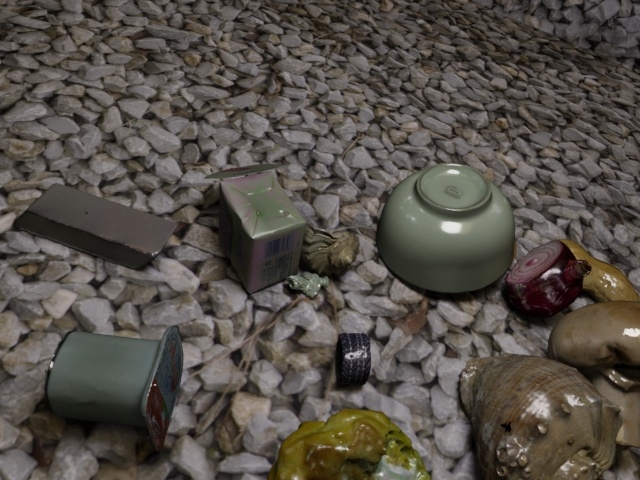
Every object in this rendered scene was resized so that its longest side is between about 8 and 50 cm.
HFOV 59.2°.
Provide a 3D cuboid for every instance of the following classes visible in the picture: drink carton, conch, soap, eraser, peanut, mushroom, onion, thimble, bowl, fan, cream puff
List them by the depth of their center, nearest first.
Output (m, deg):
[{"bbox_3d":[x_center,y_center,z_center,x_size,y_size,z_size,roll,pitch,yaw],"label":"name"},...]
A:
[{"bbox_3d":[0.046,0.408,0.931,0.281,0.185,0.282,2,79,-11],"label":"cream puff"},{"bbox_3d":[-0.354,0.245,0.995,0.189,0.186,0.191,4,49,4],"label":"drink carton"},{"bbox_3d":[0.401,0.332,1.045,0.297,0.210,0.352,-30,58,-9],"label":"conch"},{"bbox_3d":[0.066,0.238,1.148,0.066,0.095,0.105,5,62,-7],"label":"thimble"},{"bbox_3d":[0.627,0.277,1.161,0.292,0.293,0.290,13,64,-3],"label":"mushroom"},{"bbox_3d":[-0.137,-0.021,1.258,0.138,0.200,0.182,-20,56,-25],"label":"soap"},{"bbox_3d":[-0.504,-0.033,1.258,0.352,0.077,0.111,18,44,3],"label":"eraser"},{"bbox_3d":[0.000,0.000,1.315,0.130,0.155,0.207,-37,45,-16],"label":"conch"},{"bbox_3d":[0.556,0.093,1.325,0.195,0.218,0.140,-32,94,-29],"label":"onion"},{"bbox_3d":[-0.218,-0.172,1.369,0.182,0.010,0.310,-15,16,-28],"label":"fan"},{"bbox_3d":[0.312,-0.065,1.376,0.353,0.185,0.354,-1,47,1],"label":"bowl"},{"bbox_3d":[0.687,0.091,1.440,0.263,0.101,0.117,32,74,11],"label":"peanut"}]

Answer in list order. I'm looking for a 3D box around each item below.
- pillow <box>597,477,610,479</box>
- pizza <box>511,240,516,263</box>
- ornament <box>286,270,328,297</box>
[{"bbox_3d":[0.546,0.517,1.036,0.179,0.075,0.172,17,46,-1],"label":"pillow"},{"bbox_3d":[0.439,0.022,1.465,0.134,0.056,0.271,35,50,16],"label":"pizza"},{"bbox_3d":[-0.028,0.098,1.288,0.092,0.041,0.068,-22,61,-42],"label":"ornament"}]
